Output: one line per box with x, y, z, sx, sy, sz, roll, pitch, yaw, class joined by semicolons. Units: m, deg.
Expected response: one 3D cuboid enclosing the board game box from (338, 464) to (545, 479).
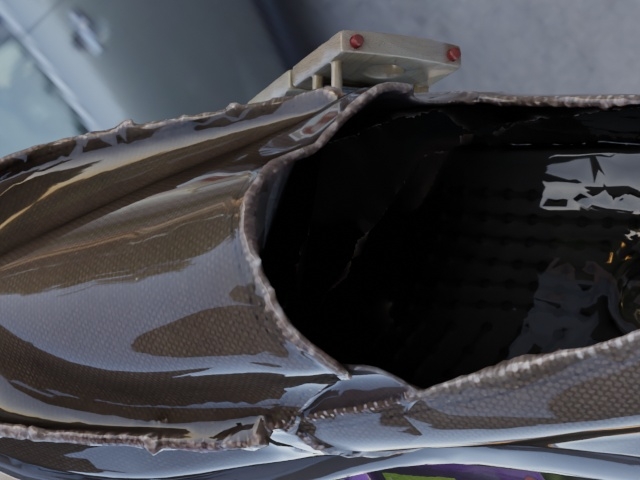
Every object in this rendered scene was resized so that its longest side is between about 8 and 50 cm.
0.166;0.290;1.040;0.208;0.056;0.347;8;-147;-37;board game box

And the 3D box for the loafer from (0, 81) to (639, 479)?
0.000;0.000;0.451;0.366;0.134;0.130;-5;153;26;loafer

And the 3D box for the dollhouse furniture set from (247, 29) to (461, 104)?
-0.038;-0.027;0.724;0.183;0.129;0.129;4;166;-23;dollhouse furniture set
